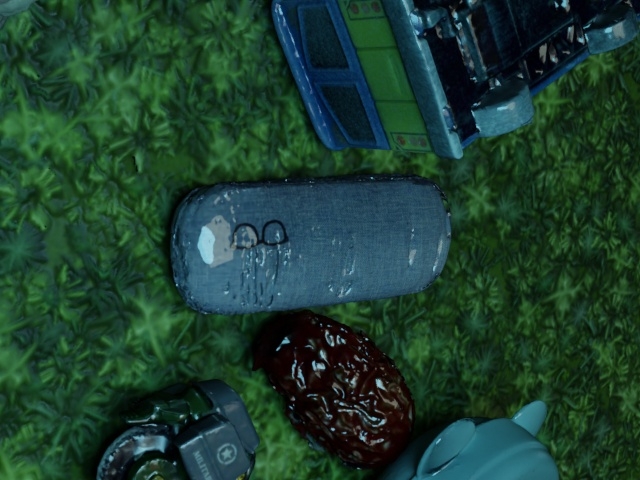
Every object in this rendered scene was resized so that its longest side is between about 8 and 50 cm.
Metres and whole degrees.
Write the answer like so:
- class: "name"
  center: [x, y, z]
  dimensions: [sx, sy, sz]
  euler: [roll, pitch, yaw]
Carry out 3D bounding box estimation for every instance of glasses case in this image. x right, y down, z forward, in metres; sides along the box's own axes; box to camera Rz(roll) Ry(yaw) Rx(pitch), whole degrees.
- class: "glasses case"
  center: [0.000, 0.000, 0.921]
  dimensions: [0.282, 0.067, 0.109]
  euler: [-4, 101, -36]

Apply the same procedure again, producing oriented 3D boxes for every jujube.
- class: "jujube"
  center: [0.019, 0.122, 0.933]
  dimensions: [0.104, 0.104, 0.166]
  euler: [-49, 122, -22]

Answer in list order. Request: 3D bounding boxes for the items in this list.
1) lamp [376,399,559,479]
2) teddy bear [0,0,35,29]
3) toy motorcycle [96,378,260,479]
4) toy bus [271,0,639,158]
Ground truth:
- class: "lamp"
  center: [0.117, 0.280, 1.000]
  dimensions: [0.209, 0.147, 0.284]
  euler: [-2, 103, -46]
- class: "teddy bear"
  center: [-0.289, -0.196, 0.616]
  dimensions: [0.236, 0.151, 0.267]
  euler: [-51, 128, -13]
- class: "toy motorcycle"
  center: [-0.064, 0.228, 0.874]
  dimensions: [0.187, 0.124, 0.275]
  euler: [-29, 114, -21]
- class: "toy bus"
  center: [0.137, -0.203, 0.918]
  dimensions: [0.312, 0.190, 0.152]
  euler: [-36, 116, -29]
